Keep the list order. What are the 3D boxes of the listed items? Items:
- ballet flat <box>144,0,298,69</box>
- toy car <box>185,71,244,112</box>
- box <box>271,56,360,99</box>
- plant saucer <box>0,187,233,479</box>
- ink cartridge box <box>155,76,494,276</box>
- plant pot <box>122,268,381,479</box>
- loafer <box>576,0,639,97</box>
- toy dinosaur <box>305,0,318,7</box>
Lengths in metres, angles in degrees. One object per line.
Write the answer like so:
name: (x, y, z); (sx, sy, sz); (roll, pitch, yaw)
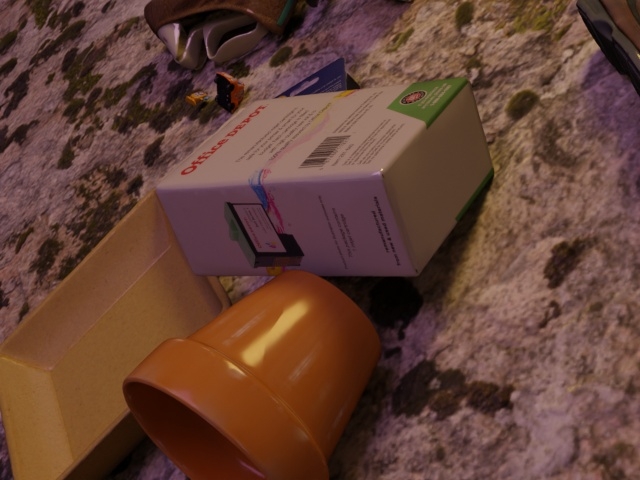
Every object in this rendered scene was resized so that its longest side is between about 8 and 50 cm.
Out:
ballet flat: (-0.167, -0.331, 1.655); (0.342, 0.116, 0.124); (-2, 75, 42)
toy car: (-0.153, -0.225, 1.566); (0.040, 0.060, 0.122); (-30, 32, -32)
box: (-0.011, -0.121, 1.327); (0.136, 0.036, 0.225); (-28, 41, 27)
plant saucer: (-0.244, 0.133, 1.301); (0.333, 0.081, 0.333); (-45, 35, 5)
ink cartridge box: (0.005, -0.062, 1.093); (0.278, 0.117, 0.201); (-1, 32, 35)
plant pot: (-0.047, 0.135, 1.005); (0.205, 0.205, 0.188); (6, 46, 49)
loafer: (0.316, -0.176, 0.983); (0.084, 0.096, 0.268); (-32, 36, 13)
toy dinosaur: (-0.014, -0.502, 1.537); (0.200, 0.296, 0.127); (-25, -11, -37)
